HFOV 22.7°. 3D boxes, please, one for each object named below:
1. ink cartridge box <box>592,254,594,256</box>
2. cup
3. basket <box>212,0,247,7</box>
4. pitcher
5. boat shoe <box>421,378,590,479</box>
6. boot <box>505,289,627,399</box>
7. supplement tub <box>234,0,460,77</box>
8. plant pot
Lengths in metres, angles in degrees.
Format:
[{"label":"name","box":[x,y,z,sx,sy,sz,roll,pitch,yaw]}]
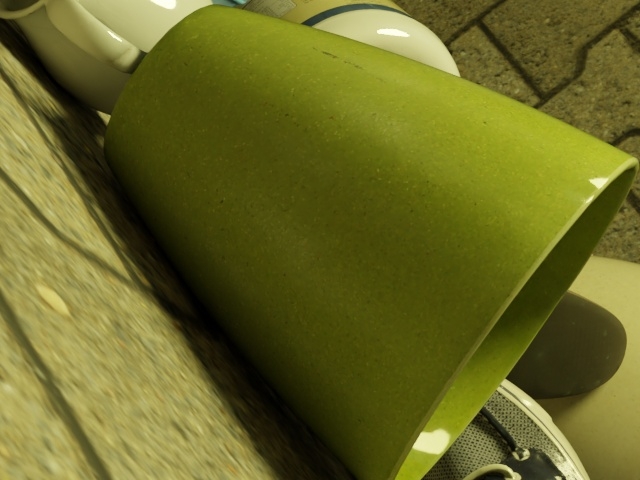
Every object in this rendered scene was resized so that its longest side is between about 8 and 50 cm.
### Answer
[{"label":"ink cartridge box","box":[0.210,0.086,1.893,0.296,0.261,0.066,55,6,27]},{"label":"cup","box":[0.228,0.141,1.644,0.237,0.331,0.331,28,4,4]},{"label":"basket","box":[-0.166,-0.271,1.517,0.255,0.201,0.289,-121,-163,-47]},{"label":"pitcher","box":[-0.146,-0.149,1.124,0.178,0.125,0.207,49,11,34]},{"label":"boat shoe","box":[0.139,0.211,1.169,0.340,0.127,0.158,48,14,26]},{"label":"boot","box":[0.132,0.073,1.462,0.305,0.112,0.115,8,12,-17]},{"label":"supplement tub","box":[-0.017,-0.173,1.626,0.228,0.228,0.316,48,1,-37]},{"label":"plant pot","box":[0.011,-0.023,1.059,0.293,0.275,0.275,37,1,13]}]
